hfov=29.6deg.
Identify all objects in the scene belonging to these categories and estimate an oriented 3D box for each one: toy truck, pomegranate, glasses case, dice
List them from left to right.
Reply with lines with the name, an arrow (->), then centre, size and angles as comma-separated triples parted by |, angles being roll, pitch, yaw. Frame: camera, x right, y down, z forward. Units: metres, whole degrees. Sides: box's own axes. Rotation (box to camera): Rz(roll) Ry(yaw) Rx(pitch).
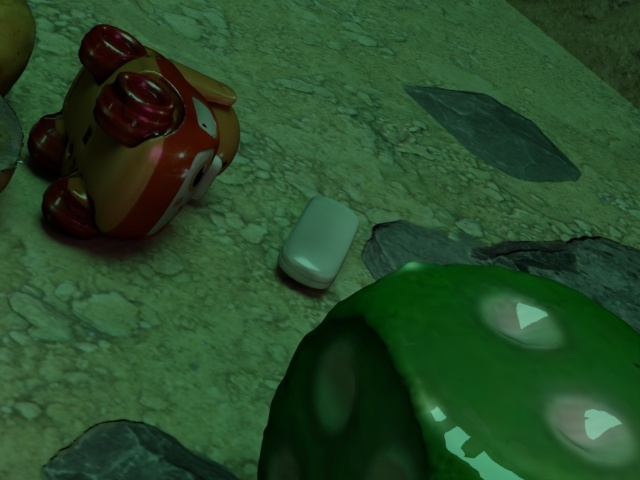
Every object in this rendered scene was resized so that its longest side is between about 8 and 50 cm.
pomegranate -> -0.419, -0.243, 1.380 | 0.196, 0.196, 0.196 | 21, 29, -12
toy truck -> -0.184, -0.107, 1.370 | 0.239, 0.189, 0.265 | 19, 28, -33
glasses case -> 0.000, 0.000, 1.485 | 0.074, 0.049, 0.193 | 28, 29, -1
dice -> 0.131, 0.211, 0.999 | 0.287, 0.297, 0.300 | 9, 34, -28

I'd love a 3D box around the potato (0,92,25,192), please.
potato -> -0.381, -0.081, 1.240 | 0.138, 0.098, 0.243 | 37, 22, 7
